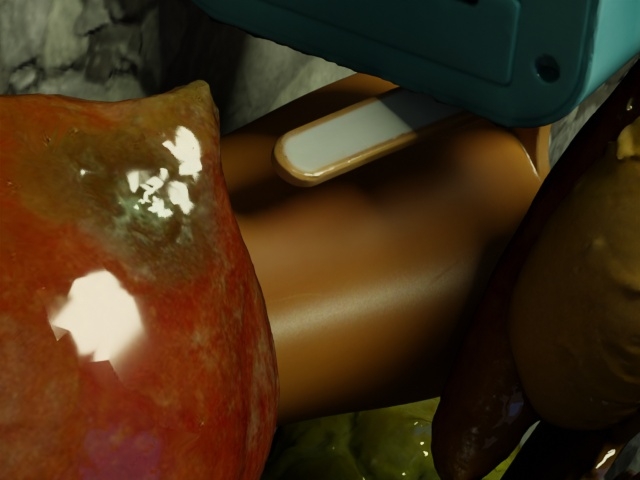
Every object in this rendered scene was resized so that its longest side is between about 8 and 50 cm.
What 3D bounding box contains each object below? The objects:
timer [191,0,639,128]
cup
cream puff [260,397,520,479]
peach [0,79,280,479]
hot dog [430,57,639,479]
[{"bbox_3d":[0.046,-0.197,0.871,0.091,0.232,0.250,-38,142,-44],"label":"timer"},{"bbox_3d":[0.000,0.000,0.985,0.264,0.182,0.226,-18,153,-47],"label":"cup"},{"bbox_3d":[0.054,0.216,1.231,0.282,0.185,0.282,-43,143,-43],"label":"cream puff"},{"bbox_3d":[-0.116,0.047,0.776,0.257,0.232,0.232,-46,150,2],"label":"peach"},{"bbox_3d":[0.142,0.010,0.918,0.326,0.107,0.194,-54,180,15],"label":"hot dog"}]
